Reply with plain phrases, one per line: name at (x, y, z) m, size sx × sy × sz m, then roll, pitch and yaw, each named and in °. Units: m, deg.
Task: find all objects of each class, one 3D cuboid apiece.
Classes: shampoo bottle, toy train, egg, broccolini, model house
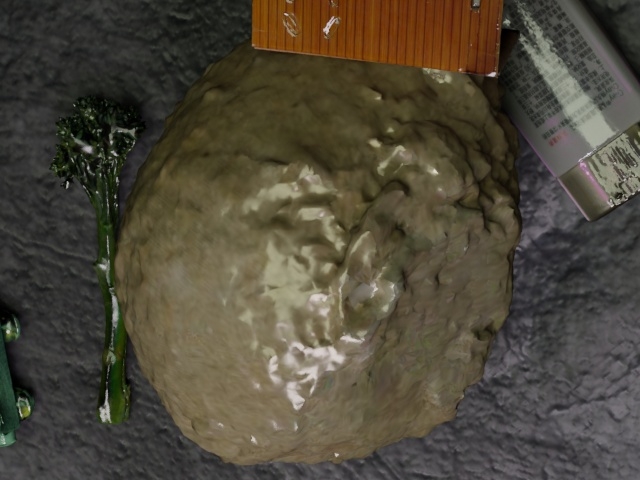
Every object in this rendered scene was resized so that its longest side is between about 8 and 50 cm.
shampoo bottle at (0.148, -0.126, 1.181) m, size 0.086 × 0.056 × 0.227 m, roll -37°, pitch 89°, yaw 20°
toy train at (-0.271, 0.103, 1.382) m, size 0.081 × 0.050 × 0.122 m, roll -5°, pitch 100°, yaw 30°
egg at (0.000, 0.000, 1.151) m, size 0.279 × 0.279 × 0.310 m, roll 24°, pitch 94°, yaw 12°
broccolini at (-0.166, 0.018, 1.324) m, size 0.071 × 0.057 × 0.254 m, roll 18°, pitch 110°, yaw 59°
model house at (0.020, -0.176, 1.052) m, size 0.219 × 0.207 × 0.136 m, roll 7°, pitch 66°, yaw 12°
